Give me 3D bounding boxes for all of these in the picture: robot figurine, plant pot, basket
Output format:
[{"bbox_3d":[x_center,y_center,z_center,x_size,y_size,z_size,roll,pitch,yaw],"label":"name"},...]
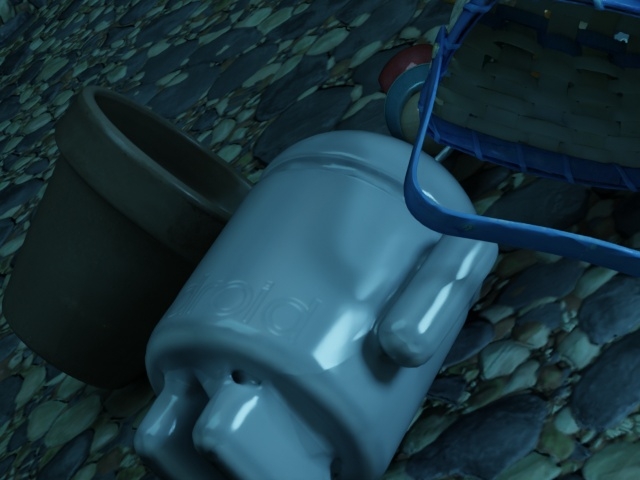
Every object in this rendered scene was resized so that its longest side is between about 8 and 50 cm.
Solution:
[{"bbox_3d":[0.003,0.055,1.103,0.300,0.200,0.353,-9,38,44],"label":"robot figurine"},{"bbox_3d":[-0.184,0.016,1.390,0.229,0.263,0.263,-54,25,8],"label":"plant pot"},{"bbox_3d":[0.200,-0.101,1.050,0.201,0.255,0.289,113,171,-50],"label":"basket"}]

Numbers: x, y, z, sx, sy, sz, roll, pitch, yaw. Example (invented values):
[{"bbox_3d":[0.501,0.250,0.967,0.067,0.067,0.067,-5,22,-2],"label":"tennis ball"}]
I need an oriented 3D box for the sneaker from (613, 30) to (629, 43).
[{"bbox_3d":[0.338,-0.171,1.186,0.163,0.086,0.226,-44,34,8],"label":"sneaker"}]

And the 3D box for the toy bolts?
[{"bbox_3d":[0.141,-0.180,1.306,0.228,0.218,0.158,-40,12,12],"label":"toy bolts"}]
